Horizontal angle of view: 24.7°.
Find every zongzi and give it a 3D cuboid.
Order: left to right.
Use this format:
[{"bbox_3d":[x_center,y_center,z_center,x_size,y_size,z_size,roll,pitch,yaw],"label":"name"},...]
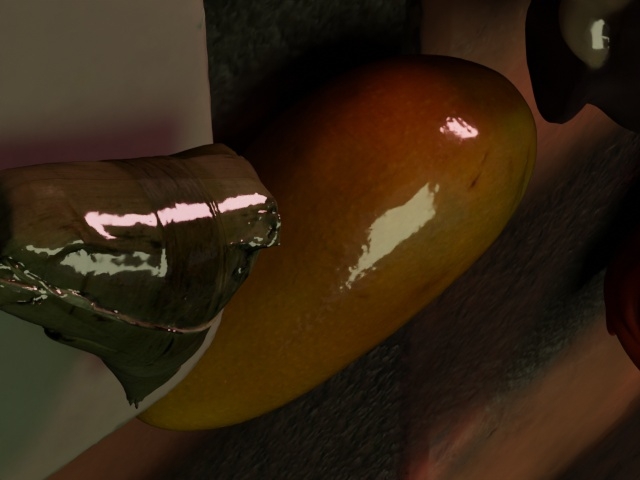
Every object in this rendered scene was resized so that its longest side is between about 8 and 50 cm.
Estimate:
[{"bbox_3d":[-0.098,0.028,0.509,0.154,0.062,0.130,-9,143,-43],"label":"zongzi"}]

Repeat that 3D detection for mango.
[{"bbox_3d":[0.000,0.000,0.728,0.253,0.113,0.138,-40,155,-3],"label":"mango"}]

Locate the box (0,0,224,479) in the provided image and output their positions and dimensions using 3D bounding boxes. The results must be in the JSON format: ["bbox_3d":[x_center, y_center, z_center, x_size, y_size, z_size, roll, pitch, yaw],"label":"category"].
[{"bbox_3d":[-0.197,0.004,0.483,0.373,0.090,0.367,-35,149,-27],"label":"box"}]

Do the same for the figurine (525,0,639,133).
[{"bbox_3d":[0.133,-0.171,0.688,0.365,0.206,0.218,15,84,-35],"label":"figurine"}]

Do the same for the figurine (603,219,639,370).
[{"bbox_3d":[0.323,0.029,1.153,0.208,0.181,0.257,-23,145,11],"label":"figurine"}]
